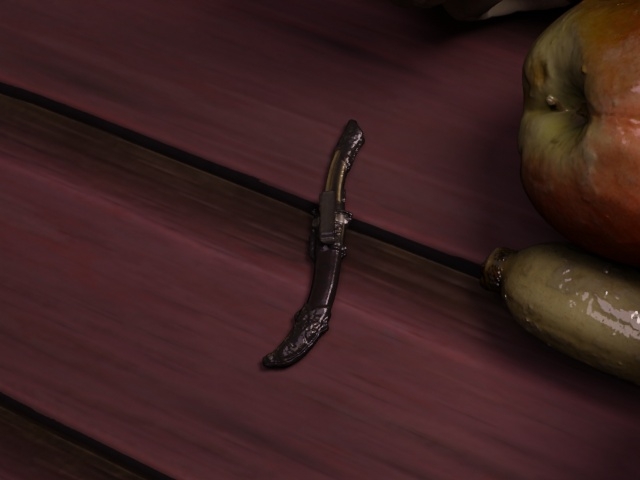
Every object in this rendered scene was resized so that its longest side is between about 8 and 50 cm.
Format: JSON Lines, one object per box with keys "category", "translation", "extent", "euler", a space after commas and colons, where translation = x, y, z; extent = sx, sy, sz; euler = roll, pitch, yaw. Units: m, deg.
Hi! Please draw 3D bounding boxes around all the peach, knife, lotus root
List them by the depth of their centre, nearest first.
{"category": "peach", "translation": [0.263, -0.089, 1.319], "extent": [0.235, 0.214, 0.214], "euler": [-3, 57, -31]}
{"category": "lotus root", "translation": [0.200, 0.047, 1.344], "extent": [0.183, 0.090, 0.077], "euler": [27, 104, 27]}
{"category": "knife", "translation": [0.005, 0.002, 1.458], "extent": [0.045, 0.021, 0.222], "euler": [10, 70, 23]}

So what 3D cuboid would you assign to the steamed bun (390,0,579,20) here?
{"category": "steamed bun", "translation": [0.197, -0.298, 1.378], "extent": [0.394, 0.346, 0.237], "euler": [-34, 74, -28]}
